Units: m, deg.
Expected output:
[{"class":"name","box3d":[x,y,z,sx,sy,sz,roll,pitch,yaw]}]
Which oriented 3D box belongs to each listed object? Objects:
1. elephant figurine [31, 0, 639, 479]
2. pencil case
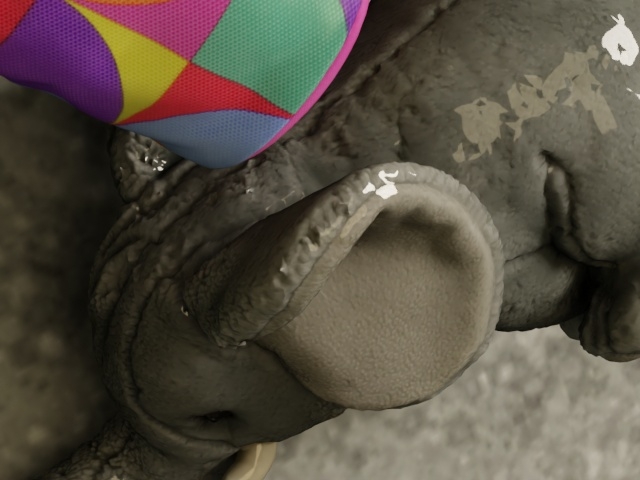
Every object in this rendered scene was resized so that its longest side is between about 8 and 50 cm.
[{"class":"elephant figurine","box3d":[0.000,0.000,0.530,0.239,0.169,0.186,-19,94,-24]},{"class":"pencil case","box3d":[-0.101,-0.098,0.411,0.236,0.104,0.104,22,82,-27]}]
